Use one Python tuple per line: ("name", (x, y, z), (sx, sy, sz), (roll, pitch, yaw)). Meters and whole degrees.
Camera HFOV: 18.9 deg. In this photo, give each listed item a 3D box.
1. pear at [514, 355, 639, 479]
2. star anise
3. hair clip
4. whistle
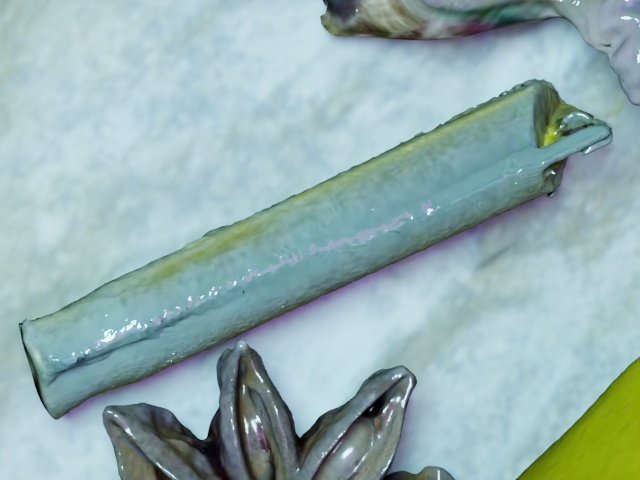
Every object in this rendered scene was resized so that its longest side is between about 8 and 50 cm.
("pear", (0.154, 0.226, 0.905), (0.191, 0.340, 0.386), (13, 82, -28))
("star anise", (-0.008, 0.148, 1.001), (0.197, 0.073, 0.212), (-8, 101, -11))
("hair clip", (0.152, -0.127, 0.999), (0.300, 0.069, 0.173), (1, 77, -12))
("whistle", (0.000, 0.001, 0.988), (0.326, 0.068, 0.057), (-24, 115, -10))
